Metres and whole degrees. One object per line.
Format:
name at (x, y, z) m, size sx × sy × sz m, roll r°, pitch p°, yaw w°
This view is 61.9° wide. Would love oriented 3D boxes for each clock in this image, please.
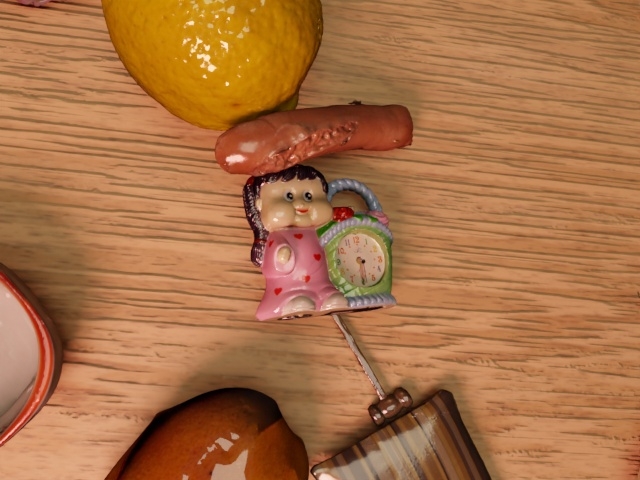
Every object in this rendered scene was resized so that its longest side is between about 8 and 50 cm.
clock at (0.000, 0.000, 0.682) m, size 0.193 × 0.100 × 0.196 m, roll -4°, pitch 75°, yaw -24°

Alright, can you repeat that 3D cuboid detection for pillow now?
pillow at (0.123, 0.332, 0.688) m, size 0.212 × 0.052 × 0.208 m, roll -26°, pitch 91°, yaw -14°

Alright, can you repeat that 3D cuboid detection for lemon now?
lemon at (-0.124, -0.267, 0.634) m, size 0.267 × 0.267 × 0.268 m, roll 1°, pitch 83°, yaw -8°

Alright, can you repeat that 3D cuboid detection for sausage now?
sausage at (0.006, -0.133, 0.668) m, size 0.304 × 0.078 × 0.078 m, roll -17°, pitch 85°, yaw -40°

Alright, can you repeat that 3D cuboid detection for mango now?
mango at (-0.147, 0.297, 0.607) m, size 0.201 × 0.153 × 0.287 m, roll 41°, pitch 75°, yaw 15°

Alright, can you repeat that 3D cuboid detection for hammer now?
hammer at (0.027, 0.107, 0.720) m, size 0.058 × 0.029 × 0.292 m, roll -29°, pitch 86°, yaw -12°

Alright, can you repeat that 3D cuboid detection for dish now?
dish at (-0.418, 0.135, 0.606) m, size 0.256 × 0.117 × 0.256 m, roll 1°, pitch 83°, yaw -8°

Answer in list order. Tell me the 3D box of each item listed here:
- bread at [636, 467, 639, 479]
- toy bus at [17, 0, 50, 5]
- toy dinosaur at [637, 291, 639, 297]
bread at (0.572, 0.357, 0.693) m, size 0.305 × 0.159 × 0.306 m, roll 1°, pitch 83°, yaw -9°
toy bus at (-0.278, -0.434, 0.673) m, size 0.386 × 0.171 × 0.162 m, roll -21°, pitch 86°, yaw -9°
toy dinosaur at (0.549, 0.080, 0.732) m, size 0.206 × 0.113 × 0.327 m, roll 41°, pitch 73°, yaw 10°
